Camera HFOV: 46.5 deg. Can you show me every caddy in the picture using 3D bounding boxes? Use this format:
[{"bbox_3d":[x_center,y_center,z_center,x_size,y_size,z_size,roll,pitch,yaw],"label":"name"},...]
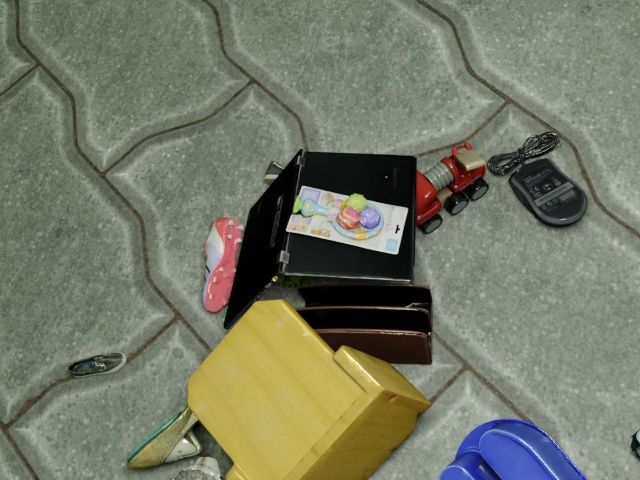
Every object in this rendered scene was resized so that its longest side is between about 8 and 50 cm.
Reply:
[{"bbox_3d":[0.393,0.509,1.438,0.241,0.179,0.341,-46,63,14],"label":"caddy"}]

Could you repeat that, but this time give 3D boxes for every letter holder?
[{"bbox_3d":[0.088,0.169,1.635,0.301,0.214,0.152,-1,65,12],"label":"letter holder"}]

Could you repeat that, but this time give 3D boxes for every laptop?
[{"bbox_3d":[0.000,0.000,1.702,0.236,0.408,0.382,27,44,-20],"label":"laptop"}]

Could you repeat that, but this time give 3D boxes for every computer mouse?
[{"bbox_3d":[0.533,-0.126,1.763,0.188,0.072,0.272,-25,51,2],"label":"computer mouse"}]

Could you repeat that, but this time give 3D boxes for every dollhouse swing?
[{"bbox_3d":[-0.036,0.334,1.530,0.347,0.315,0.305,-50,53,8],"label":"dollhouse swing"}]

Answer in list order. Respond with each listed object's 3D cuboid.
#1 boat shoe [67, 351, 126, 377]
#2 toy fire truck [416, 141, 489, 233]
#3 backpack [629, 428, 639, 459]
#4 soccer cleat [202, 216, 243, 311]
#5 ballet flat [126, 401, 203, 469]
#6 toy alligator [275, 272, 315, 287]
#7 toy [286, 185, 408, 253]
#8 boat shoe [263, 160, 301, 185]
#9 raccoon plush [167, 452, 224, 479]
[{"bbox_3d":[-0.542,0.302,1.807,0.142,0.040,0.049,-16,63,5],"label":"boat shoe"},{"bbox_3d":[0.288,-0.140,1.717,0.217,0.246,0.158,-34,63,-5],"label":"toy fire truck"},{"bbox_3d":[0.722,0.409,1.430,0.165,0.144,0.188,-33,66,-10],"label":"backpack"},{"bbox_3d":[-0.255,0.060,1.847,0.095,0.083,0.248,-7,66,42],"label":"soccer cleat"},{"bbox_3d":[-0.277,0.408,1.667,0.348,0.123,0.123,-45,65,-10],"label":"ballet flat"},{"bbox_3d":[-0.048,0.089,1.796,0.189,0.056,0.051,0,108,11],"label":"toy alligator"},{"bbox_3d":[0.058,-0.058,1.567,0.237,0.056,0.137,10,50,10],"label":"toy"},{"bbox_3d":[-0.044,-0.172,1.901,0.206,0.075,0.065,4,70,19],"label":"boat shoe"},{"bbox_3d":[-0.200,0.643,1.431,0.216,0.299,0.447,-20,63,2],"label":"raccoon plush"}]
